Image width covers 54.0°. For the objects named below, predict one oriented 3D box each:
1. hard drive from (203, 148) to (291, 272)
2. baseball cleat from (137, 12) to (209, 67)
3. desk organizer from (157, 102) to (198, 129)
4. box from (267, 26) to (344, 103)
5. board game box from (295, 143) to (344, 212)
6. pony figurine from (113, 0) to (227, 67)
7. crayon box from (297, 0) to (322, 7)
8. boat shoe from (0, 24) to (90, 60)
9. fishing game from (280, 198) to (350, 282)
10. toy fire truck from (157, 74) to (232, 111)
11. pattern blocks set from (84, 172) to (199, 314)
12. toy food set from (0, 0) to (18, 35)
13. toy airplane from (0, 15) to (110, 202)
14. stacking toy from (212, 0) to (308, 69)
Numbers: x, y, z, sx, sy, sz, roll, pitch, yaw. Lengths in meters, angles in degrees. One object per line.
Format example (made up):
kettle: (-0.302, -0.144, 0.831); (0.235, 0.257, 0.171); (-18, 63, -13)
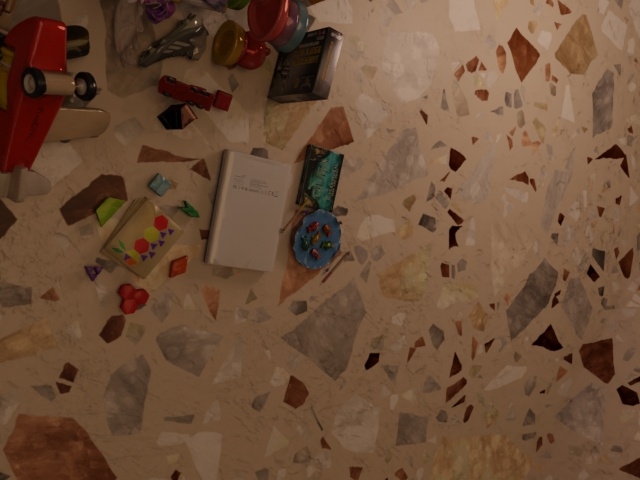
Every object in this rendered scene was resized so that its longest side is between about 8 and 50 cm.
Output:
hard drive: (-0.204, -0.080, 1.792); (0.210, 0.040, 0.319); (10, 90, -34)
baseball cleat: (-0.368, -0.491, 1.617); (0.206, 0.072, 0.109); (-46, 124, -16)
desk organizer: (-0.367, -0.315, 1.604); (0.050, 0.130, 0.047); (-44, 117, -19)
box: (-0.045, -0.477, 1.732); (0.056, 0.231, 0.183); (17, 88, -37)
board game box: (-0.001, -0.188, 1.920); (0.126, 0.026, 0.186); (11, 90, -34)
pony figurine: (-0.401, -0.631, 1.489); (0.363, 0.303, 0.351); (-8, 69, -29)
crayon box: (-0.074, -0.779, 1.713); (0.278, 0.165, 0.081); (46, 72, -29)
boat shoe: (-0.641, -0.434, 1.443); (0.223, 0.080, 0.073); (-19, 143, -20)
fishing game: (0.000, 0.000, 1.920); (0.189, 0.041, 0.264); (-48, 126, -18)
toy fire truck: (-0.325, -0.383, 1.638); (0.192, 0.135, 0.047); (18, 107, -16)
pattern blocks set: (-0.465, -0.001, 1.641); (0.325, 0.026, 0.285); (-46, 118, -20)
toy food set: (-0.736, -0.629, 1.346); (0.219, 0.092, 0.306); (20, 86, -33)
toy airplane: (-0.668, -0.275, 1.352); (0.384, 0.386, 0.272); (-39, 72, -14)
stacking toy: (-0.140, -0.598, 1.637); (0.130, 0.308, 0.280); (10, 80, -41)
